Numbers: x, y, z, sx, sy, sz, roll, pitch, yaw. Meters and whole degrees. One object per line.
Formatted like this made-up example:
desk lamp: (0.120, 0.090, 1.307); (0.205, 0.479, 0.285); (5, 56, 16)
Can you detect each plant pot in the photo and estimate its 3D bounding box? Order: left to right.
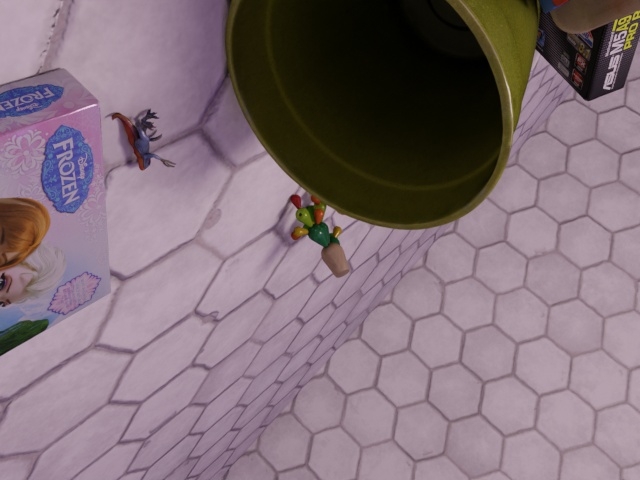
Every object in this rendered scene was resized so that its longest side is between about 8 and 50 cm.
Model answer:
plant pot: (0.127, -0.268, 0.732); (0.353, 0.366, 0.367); (-52, 167, -33)

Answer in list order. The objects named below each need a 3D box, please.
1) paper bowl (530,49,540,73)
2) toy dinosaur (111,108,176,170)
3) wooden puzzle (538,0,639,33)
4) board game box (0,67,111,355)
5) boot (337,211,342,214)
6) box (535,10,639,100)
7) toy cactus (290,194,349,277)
paper bowl: (0.389, -0.391, 1.336); (0.284, 0.148, 0.284); (-42, 160, -19)
toy dinosaur: (-0.220, -0.120, 0.675); (0.090, 0.047, 0.082); (12, 134, -32)
wooden puzzle: (0.204, -0.343, 0.480); (0.080, 0.322, 0.348); (-26, -172, 9)
board game box: (-0.366, 0.022, 0.544); (0.318, 0.066, 0.319); (-35, 158, -37)
boot: (0.129, -0.189, 1.134); (0.211, 0.104, 0.295); (-61, -178, -42)
box: (0.339, -0.361, 0.768); (0.060, 0.270, 0.216); (-21, 144, -1)
toy cactus: (0.000, 0.000, 1.202); (0.112, 0.181, 0.219); (-27, 156, -1)
